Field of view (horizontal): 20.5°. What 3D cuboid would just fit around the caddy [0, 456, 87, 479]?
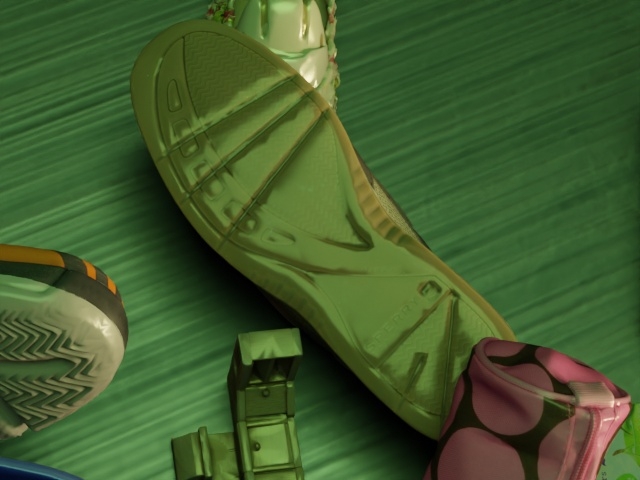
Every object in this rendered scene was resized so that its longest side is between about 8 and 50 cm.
[{"bbox_3d":[-0.212,0.215,0.810,0.341,0.179,0.241,12,63,-4],"label":"caddy"}]

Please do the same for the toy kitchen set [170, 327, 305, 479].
[{"bbox_3d":[-0.043,0.101,0.949,0.068,0.075,0.083,-5,67,-11],"label":"toy kitchen set"}]

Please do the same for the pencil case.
[{"bbox_3d":[0.090,0.157,0.892,0.095,0.098,0.209,15,93,-16],"label":"pencil case"}]

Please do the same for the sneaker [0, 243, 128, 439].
[{"bbox_3d":[-0.219,-0.002,0.876,0.321,0.125,0.180,-4,49,28],"label":"sneaker"}]

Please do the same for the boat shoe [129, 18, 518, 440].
[{"bbox_3d":[0.000,0.000,0.991,0.103,0.092,0.285,-43,82,-9],"label":"boat shoe"}]

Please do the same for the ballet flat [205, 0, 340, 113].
[{"bbox_3d":[-0.028,-0.148,1.068,0.091,0.077,0.241,2,65,-10],"label":"ballet flat"}]

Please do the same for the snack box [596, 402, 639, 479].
[{"bbox_3d":[0.152,0.161,0.975,0.100,0.037,0.141,2,65,-7],"label":"snack box"}]
